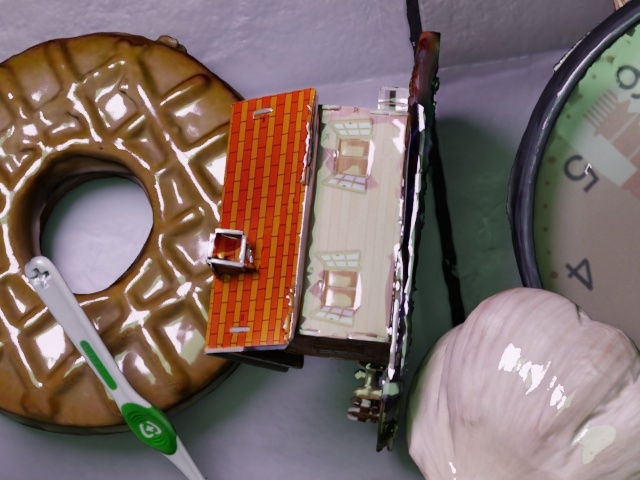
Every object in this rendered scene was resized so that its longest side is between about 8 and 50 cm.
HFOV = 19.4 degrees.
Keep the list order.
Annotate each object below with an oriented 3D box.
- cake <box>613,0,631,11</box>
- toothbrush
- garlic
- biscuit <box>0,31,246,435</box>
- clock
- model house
[{"bbox_3d":[0.336,-0.218,1.446,0.246,0.112,0.135,2,81,7],"label":"cake"},{"bbox_3d":[-0.132,0.132,1.414,0.030,0.030,0.304,-32,109,3],"label":"toothbrush"},{"bbox_3d":[0.129,0.159,1.295,0.218,0.218,0.212,42,51,15],"label":"garlic"},{"bbox_3d":[-0.181,-0.004,1.498,0.332,0.103,0.332,-2,79,10],"label":"biscuit"},{"bbox_3d":[0.330,-0.018,1.367,0.386,0.076,0.386,1,96,7],"label":"clock"},{"bbox_3d":[0.000,0.001,1.398,0.154,0.207,0.294,6,78,1],"label":"model house"}]
